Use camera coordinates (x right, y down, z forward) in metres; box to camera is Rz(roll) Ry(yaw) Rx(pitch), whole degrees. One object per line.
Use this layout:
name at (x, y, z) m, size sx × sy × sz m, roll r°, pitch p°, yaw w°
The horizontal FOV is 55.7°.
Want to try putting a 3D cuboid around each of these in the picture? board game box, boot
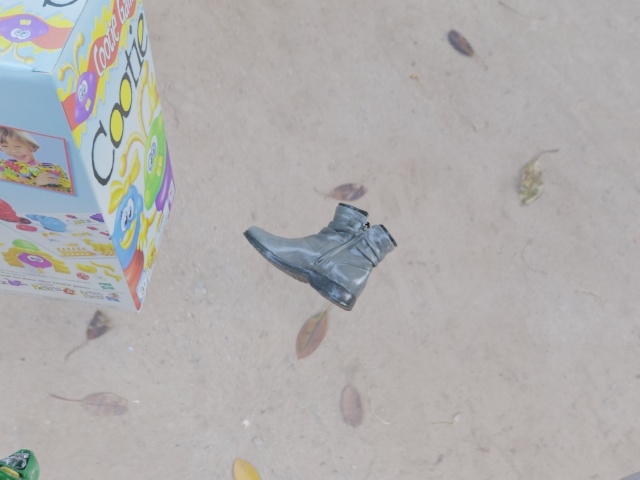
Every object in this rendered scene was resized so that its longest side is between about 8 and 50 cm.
board game box at (-0.205, -0.077, 0.447) m, size 0.144 × 0.275 × 0.142 m, roll 9°, pitch 58°, yaw -2°
boot at (0.000, 0.000, 1.059) m, size 0.246 × 0.083 × 0.161 m, roll 30°, pitch 81°, yaw 18°

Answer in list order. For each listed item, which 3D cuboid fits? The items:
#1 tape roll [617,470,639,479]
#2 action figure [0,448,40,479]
tape roll at (0.460, 0.420, 0.881) m, size 0.219 × 0.219 × 0.072 m, roll -29°, pitch 76°, yaw -14°
action figure at (-0.229, 0.156, 0.326) m, size 0.137 × 0.232 × 0.064 m, roll 2°, pitch 84°, yaw 8°
